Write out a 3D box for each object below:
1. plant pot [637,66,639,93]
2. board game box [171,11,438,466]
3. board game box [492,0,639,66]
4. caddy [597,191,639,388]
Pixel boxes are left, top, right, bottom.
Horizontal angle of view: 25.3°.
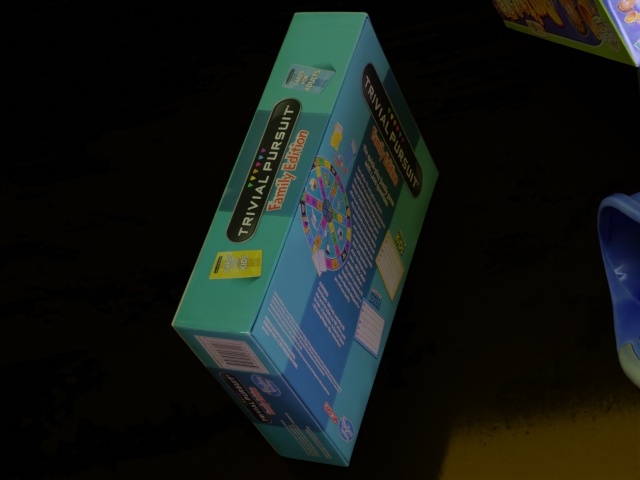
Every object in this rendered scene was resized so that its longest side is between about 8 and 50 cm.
[{"bbox_3d":[0.430,-0.096,1.274,0.165,0.166,0.234,-40,59,-8],"label":"plant pot"},{"bbox_3d":[0.000,0.000,1.316,0.079,0.254,0.336,5,59,25],"label":"board game box"},{"bbox_3d":[0.209,-0.302,1.356,0.078,0.233,0.347,-34,18,-2],"label":"board game box"},{"bbox_3d":[0.323,0.073,1.110,0.179,0.241,0.341,-23,16,-3],"label":"caddy"}]
